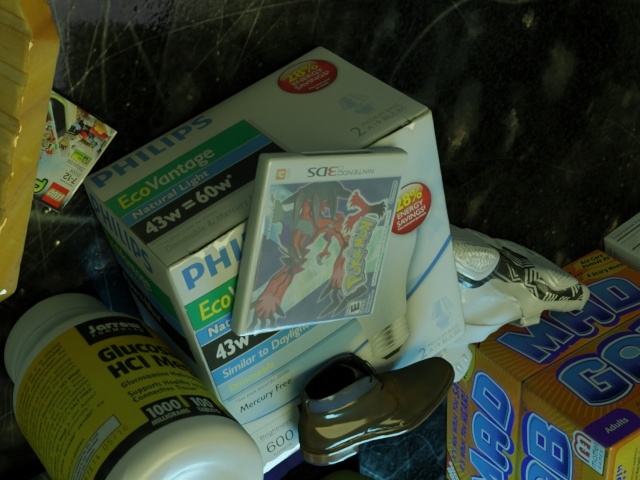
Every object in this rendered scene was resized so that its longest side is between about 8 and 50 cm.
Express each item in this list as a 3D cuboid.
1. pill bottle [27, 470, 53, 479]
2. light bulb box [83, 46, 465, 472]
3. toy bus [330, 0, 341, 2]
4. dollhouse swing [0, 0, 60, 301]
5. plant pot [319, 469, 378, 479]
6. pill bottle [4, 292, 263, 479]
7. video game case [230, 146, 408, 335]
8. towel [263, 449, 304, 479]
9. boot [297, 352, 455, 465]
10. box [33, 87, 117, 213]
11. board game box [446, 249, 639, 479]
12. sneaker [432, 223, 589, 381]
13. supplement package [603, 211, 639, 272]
[{"bbox_3d":[-0.301,0.355,1.302,0.283,0.161,0.161,-26,129,-24],"label":"pill bottle"},{"bbox_3d":[-0.039,0.024,1.266,0.358,0.225,0.361,-33,133,-19],"label":"light bulb box"},{"bbox_3d":[0.014,-0.382,1.116,0.149,0.220,0.211,2,81,-46],"label":"toy bus"},{"bbox_3d":[-0.426,-0.114,0.815,0.315,0.305,0.347,-1,117,-39],"label":"dollhouse swing"},{"bbox_3d":[0.096,0.499,1.616,0.274,0.293,0.275,-19,126,-29],"label":"plant pot"},{"bbox_3d":[-0.222,0.196,1.145,0.188,0.334,0.188,-20,127,-29],"label":"pill bottle"},{"bbox_3d":[0.000,0.000,1.107,0.183,0.023,0.201,-6,119,-35],"label":"video game case"},{"bbox_3d":[-0.043,0.238,1.509,0.308,0.076,0.228,-29,138,-23],"label":"towel"},{"bbox_3d":[0.068,0.177,1.230,0.219,0.082,0.106,-28,135,-20],"label":"boot"},{"bbox_3d":[-0.324,-0.121,1.081,0.207,0.036,0.114,32,94,-45],"label":"box"},{"bbox_3d":[0.459,0.297,1.741,0.356,0.356,0.357,-24,129,-26],"label":"board game box"},{"bbox_3d":[0.252,0.106,1.618,0.365,0.137,0.210,16,106,-37],"label":"sneaker"},{"bbox_3d":[0.634,0.063,1.819,0.134,0.244,0.139,-32,133,-19],"label":"supplement package"}]
